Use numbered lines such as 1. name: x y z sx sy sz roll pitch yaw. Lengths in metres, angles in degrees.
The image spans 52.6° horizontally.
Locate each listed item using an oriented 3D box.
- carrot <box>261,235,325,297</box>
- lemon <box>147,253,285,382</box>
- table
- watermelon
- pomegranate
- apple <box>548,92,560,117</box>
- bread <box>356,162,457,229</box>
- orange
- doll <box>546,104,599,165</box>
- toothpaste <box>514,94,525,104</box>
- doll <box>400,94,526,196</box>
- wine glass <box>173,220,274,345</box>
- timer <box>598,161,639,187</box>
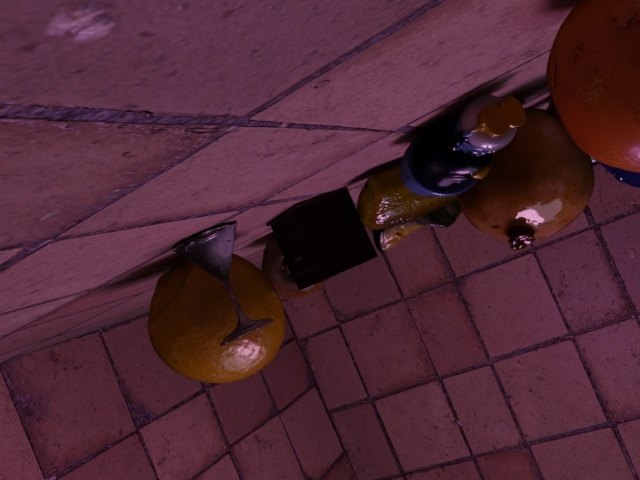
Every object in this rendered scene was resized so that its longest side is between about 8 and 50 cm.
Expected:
1. carrot: -0.075 0.067 2.084 0.224 0.224 0.341 -23 -177 0
2. lemon: -0.256 0.191 1.609 0.347 0.348 0.348 -23 177 -1
3. table: 0.000 0.000 1.622 0.172 0.193 0.169 -22 177 -33
4. watermelon: 0.311 -0.110 2.195 0.330 0.189 0.331 -25 -166 7
5. pomegranate: 0.422 -0.142 1.374 0.307 0.307 0.307 -23 177 -1
6. apple: 0.562 -0.307 1.445 0.102 0.099 0.114 -22 -179 21
7. bread: 0.262 -0.134 1.596 0.383 0.112 0.166 -23 145 -27
8. orange: 0.381 -0.198 0.729 0.246 0.246 0.246 -23 177 -1
9. doll: 0.613 -0.265 1.592 0.321 0.199 0.186 -24 177 32
10. toothpaste: 0.382 -0.277 1.329 0.083 0.020 0.017 -22 175 -18
11. doll: 0.255 -0.165 1.214 0.177 0.141 0.314 -27 175 -24
12. wine glass: -0.199 0.093 1.373 0.156 0.232 0.156 -24 177 -1
13. timer: 0.690 -0.317 1.255 0.383 0.270 0.270 -38 175 8
